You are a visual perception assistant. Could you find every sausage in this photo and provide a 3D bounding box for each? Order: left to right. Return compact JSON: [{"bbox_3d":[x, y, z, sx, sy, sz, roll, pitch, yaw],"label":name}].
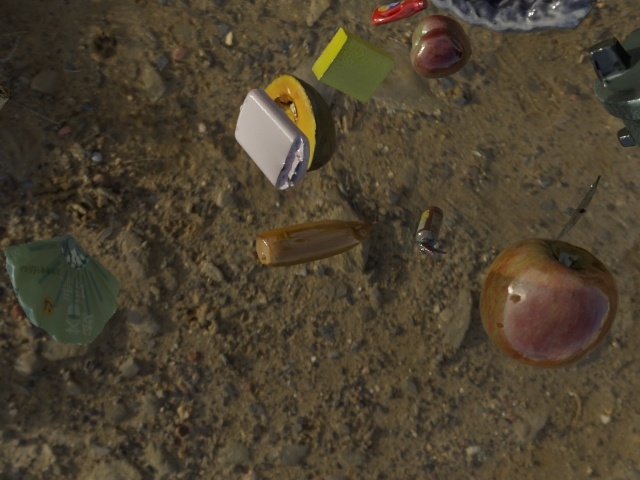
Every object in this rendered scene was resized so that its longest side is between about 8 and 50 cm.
[{"bbox_3d":[-0.002,-0.002,1.445,0.328,0.112,0.112,-12,114,-23],"label":"sausage"}]

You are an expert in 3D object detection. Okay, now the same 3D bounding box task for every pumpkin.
[{"bbox_3d":[-0.030,-0.312,1.337,0.148,0.312,0.169,-10,135,-34],"label":"pumpkin"}]

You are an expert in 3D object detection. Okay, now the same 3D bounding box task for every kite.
[{"bbox_3d":[0.633,-0.068,1.403,0.012,0.250,0.229,38,113,30],"label":"kite"}]

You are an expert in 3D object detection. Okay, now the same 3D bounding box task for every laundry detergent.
[{"bbox_3d":[0.237,-0.681,1.675,0.165,0.097,0.049,1,133,39],"label":"laundry detergent"}]

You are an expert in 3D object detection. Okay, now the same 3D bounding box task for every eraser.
[{"bbox_3d":[0.061,-0.322,1.042,0.122,0.045,0.097,14,129,-36],"label":"eraser"}]

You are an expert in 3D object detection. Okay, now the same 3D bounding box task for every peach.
[{"bbox_3d":[0.294,-0.466,1.363,0.152,0.152,0.152,1,112,2],"label":"peach"}]

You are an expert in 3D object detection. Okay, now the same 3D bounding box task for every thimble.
[{"bbox_3d":[0.238,-0.370,0.681,0.246,0.157,0.217,26,142,2],"label":"thimble"}]

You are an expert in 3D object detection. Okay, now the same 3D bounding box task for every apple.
[{"bbox_3d":[0.334,0.093,0.842,0.188,0.188,0.173,17,121,-5],"label":"apple"}]

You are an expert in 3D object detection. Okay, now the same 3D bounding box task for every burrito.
[{"bbox_3d":[-0.537,-0.202,0.884,0.186,0.041,0.045,-19,126,39],"label":"burrito"}]

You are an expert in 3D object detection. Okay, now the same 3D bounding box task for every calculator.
[{"bbox_3d":[-0.078,-0.156,0.867,0.175,0.032,0.100,51,133,28],"label":"calculator"}]

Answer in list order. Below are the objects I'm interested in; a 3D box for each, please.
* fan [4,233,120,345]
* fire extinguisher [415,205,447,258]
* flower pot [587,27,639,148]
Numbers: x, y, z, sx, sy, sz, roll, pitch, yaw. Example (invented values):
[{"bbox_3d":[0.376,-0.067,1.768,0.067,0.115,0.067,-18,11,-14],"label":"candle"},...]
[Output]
[{"bbox_3d":[-0.287,0.056,0.658,0.009,0.240,0.131,-6,78,6],"label":"fan"},{"bbox_3d":[0.376,-0.025,1.894,0.106,0.252,0.075,-6,120,24],"label":"fire extinguisher"},{"bbox_3d":[0.752,-0.357,1.228,0.299,0.299,0.283,-40,117,16],"label":"flower pot"}]
